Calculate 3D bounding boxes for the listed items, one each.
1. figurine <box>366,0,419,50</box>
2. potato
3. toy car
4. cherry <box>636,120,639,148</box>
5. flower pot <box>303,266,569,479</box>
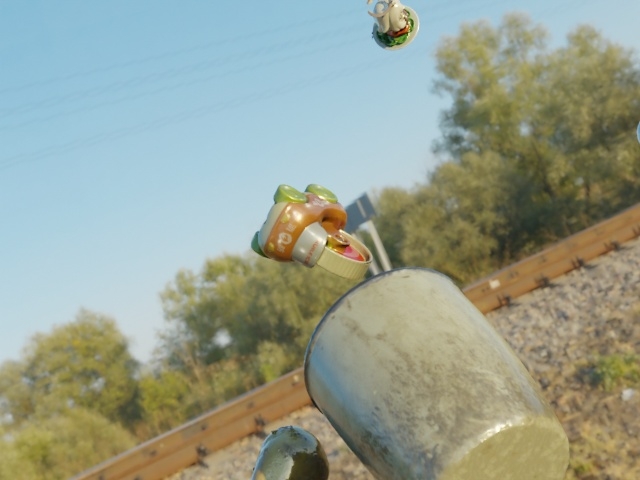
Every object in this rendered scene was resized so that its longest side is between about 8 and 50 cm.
[{"bbox_3d":[0.171,-0.572,2.182,0.132,0.132,0.153,-25,-21,15],"label":"figurine"},{"bbox_3d":[-0.053,0.398,1.443,0.137,0.176,0.137,8,-35,6],"label":"potato"},{"bbox_3d":[0.000,0.000,1.713,0.145,0.235,0.235,-62,-19,19],"label":"toy car"},{"bbox_3d":[0.548,-0.191,1.342,0.115,0.188,0.148,-15,26,36],"label":"cherry"},{"bbox_3d":[0.169,0.236,1.209,0.293,0.294,0.330,-23,33,-13],"label":"flower pot"}]
